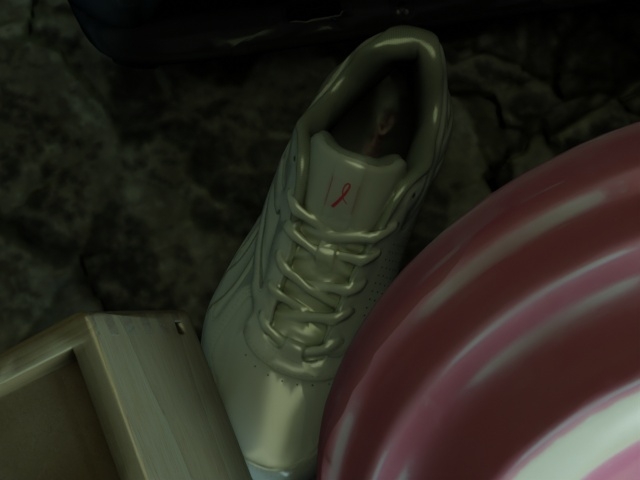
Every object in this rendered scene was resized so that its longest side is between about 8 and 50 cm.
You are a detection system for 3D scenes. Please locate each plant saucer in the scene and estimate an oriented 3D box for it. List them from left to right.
[{"bbox_3d":[0.165,0.107,0.512,0.332,0.332,0.084,0,35,-1],"label":"plant saucer"}]

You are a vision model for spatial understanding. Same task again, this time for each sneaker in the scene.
[{"bbox_3d":[0.000,0.000,0.628,0.090,0.115,0.232,16,76,3],"label":"sneaker"}]

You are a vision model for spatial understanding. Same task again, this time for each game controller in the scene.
[{"bbox_3d":[0.038,-0.140,0.638,0.319,0.166,0.067,-9,80,-4],"label":"game controller"}]

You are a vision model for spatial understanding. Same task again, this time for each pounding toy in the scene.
[{"bbox_3d":[-0.140,0.088,0.613,0.181,0.094,0.206,-27,76,21],"label":"pounding toy"}]
